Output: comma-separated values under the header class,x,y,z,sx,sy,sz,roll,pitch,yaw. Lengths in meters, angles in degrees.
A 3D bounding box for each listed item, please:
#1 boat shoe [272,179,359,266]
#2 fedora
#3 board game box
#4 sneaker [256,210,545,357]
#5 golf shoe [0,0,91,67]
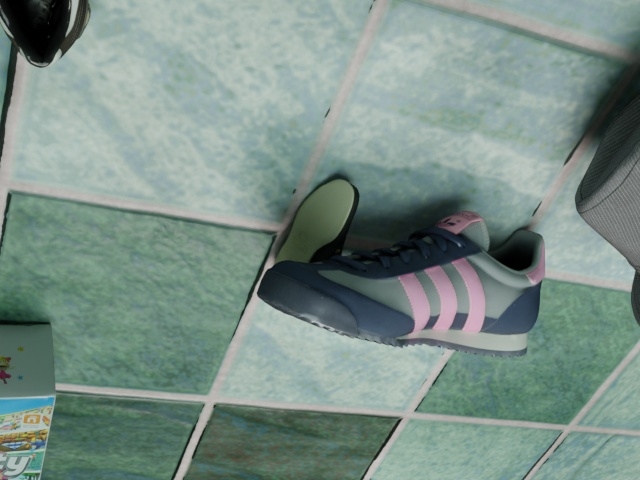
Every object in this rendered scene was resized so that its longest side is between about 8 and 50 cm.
class,x,y,z,sx,sy,sz,roll,pitch,yaw
boat shoe,-0.001,-0.001,0.741,0.042,0.049,0.133,-1,129,-48
fedora,0.315,-0.064,0.680,0.124,0.243,0.275,35,121,-3
board game box,-0.394,0.214,0.779,0.224,0.097,0.303,4,129,-24
sneaker,0.087,0.027,0.736,0.319,0.112,0.131,10,100,-39
golf shoe,-0.179,-0.201,0.488,0.077,0.094,0.198,-8,130,-6
